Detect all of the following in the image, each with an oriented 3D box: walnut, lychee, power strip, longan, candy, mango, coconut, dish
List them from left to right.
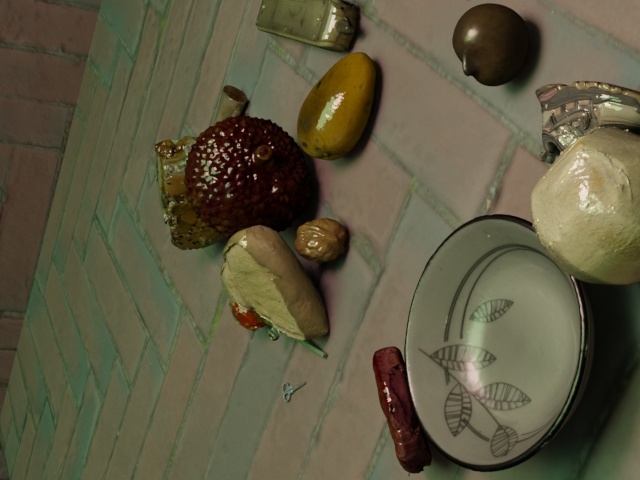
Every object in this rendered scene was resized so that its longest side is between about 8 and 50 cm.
[{"bbox_3d":[-0.136,-0.106,1.795,0.271,0.236,0.236,139,132,-70],"label":"lychee"},{"bbox_3d":[-0.072,0.159,1.800,0.287,0.084,0.078,27,83,49],"label":"candy"},{"bbox_3d":[-0.024,-0.412,1.836,0.387,0.066,0.092,36,113,60],"label":"power strip"},{"bbox_3d":[0.000,0.000,1.677,0.096,0.082,0.079,-1,53,54],"label":"walnut"},{"bbox_3d":[0.029,-0.227,1.660,0.195,0.098,0.137,-68,28,16],"label":"mango"},{"bbox_3d":[0.224,-0.257,1.304,0.092,0.113,0.113,-175,92,-65],"label":"longan"},{"bbox_3d":[0.235,0.126,1.202,0.316,0.106,0.316,-23,63,55],"label":"dish"},{"bbox_3d":[0.313,-0.043,1.048,0.162,0.161,0.161,-55,39,38],"label":"coconut"}]

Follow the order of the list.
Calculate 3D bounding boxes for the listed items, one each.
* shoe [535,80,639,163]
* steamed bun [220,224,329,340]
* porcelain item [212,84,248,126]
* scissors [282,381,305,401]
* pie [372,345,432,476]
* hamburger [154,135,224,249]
[{"bbox_3d":[0.310,-0.132,1.138,0.180,0.089,0.092,16,97,63],"label":"shoe"},{"bbox_3d":[-0.091,0.057,1.729,0.212,0.110,0.231,5,131,56],"label":"steamed bun"},{"bbox_3d":[-0.220,-0.228,2.149,0.213,0.054,0.084,-65,31,28],"label":"porcelain item"},{"bbox_3d":[-0.048,0.266,1.776,0.083,0.006,0.036,-36,55,53],"label":"scissors"},{"bbox_3d":[0.110,0.232,1.360,0.182,0.049,0.182,-15,-90,-84],"label":"pie"},{"bbox_3d":[-0.247,-0.107,2.057,0.288,0.192,0.168,92,171,-51],"label":"hamburger"}]
